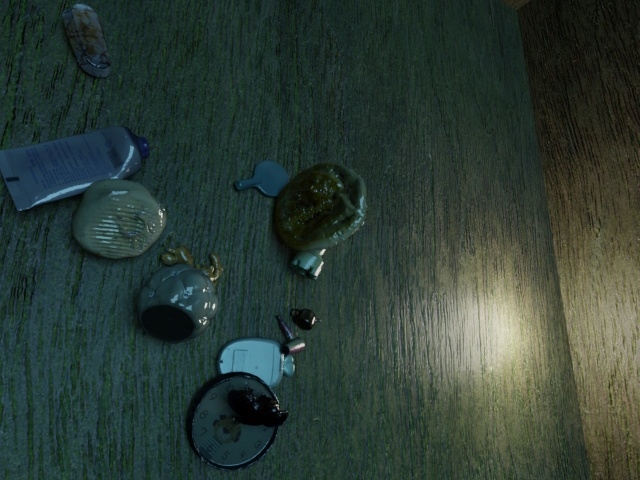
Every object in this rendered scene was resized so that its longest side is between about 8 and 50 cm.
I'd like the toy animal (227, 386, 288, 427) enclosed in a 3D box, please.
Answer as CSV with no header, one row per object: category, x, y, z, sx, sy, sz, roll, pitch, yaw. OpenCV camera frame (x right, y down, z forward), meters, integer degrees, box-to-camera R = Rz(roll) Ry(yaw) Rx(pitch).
toy animal,-0.186,0.538,1.401,0.218,0.179,0.116,39,69,-19

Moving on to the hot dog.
hot dog,-0.787,-0.676,1.534,0.131,0.069,0.252,-17,89,-43

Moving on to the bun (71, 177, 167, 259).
bun,-0.621,-0.069,1.404,0.273,0.168,0.273,-18,126,-27

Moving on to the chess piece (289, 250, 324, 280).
chess piece,0.000,0.000,1.779,0.194,0.194,0.299,37,70,-18

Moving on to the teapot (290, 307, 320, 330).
teapot,-0.059,0.290,1.723,0.121,0.076,0.068,24,51,8

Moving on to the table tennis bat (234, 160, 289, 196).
table tennis bat,-0.227,-0.236,1.777,0.244,0.040,0.153,-19,87,-38

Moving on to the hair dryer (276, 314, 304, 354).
hair dryer,-0.127,0.346,1.672,0.106,0.054,0.154,9,47,-60

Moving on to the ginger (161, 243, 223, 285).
ginger,-0.428,0.088,1.558,0.193,0.052,0.176,-22,84,-35

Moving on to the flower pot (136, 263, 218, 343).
flower pot,-0.443,0.192,1.413,0.246,0.246,0.195,37,29,-18

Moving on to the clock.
clock,-0.278,0.593,1.486,0.313,0.061,0.312,3,83,-26

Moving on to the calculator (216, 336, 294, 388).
calculator,-0.221,0.435,1.599,0.295,0.042,0.184,11,72,-28

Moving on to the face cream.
face cream,-0.744,-0.246,1.407,0.420,0.137,0.235,-23,70,-30

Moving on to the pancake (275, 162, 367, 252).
pancake,-0.007,-0.130,1.694,0.082,0.387,0.387,42,52,-57
